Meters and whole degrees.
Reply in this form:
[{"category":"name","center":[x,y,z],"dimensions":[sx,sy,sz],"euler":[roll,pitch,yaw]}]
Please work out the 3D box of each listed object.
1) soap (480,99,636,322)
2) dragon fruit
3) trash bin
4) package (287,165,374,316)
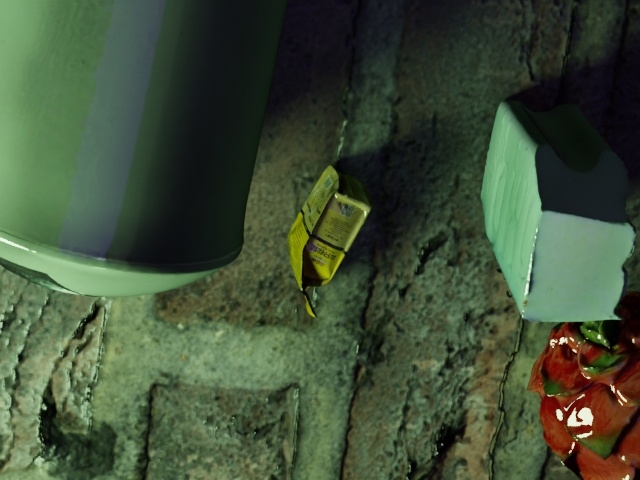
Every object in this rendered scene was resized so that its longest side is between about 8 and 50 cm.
[{"category":"soap","center":[0.211,-0.026,1.599],"dimensions":[0.091,0.230,0.145],"euler":[4,111,-7]},{"category":"dragon fruit","center":[0.314,0.168,1.712],"dimensions":[0.192,0.193,0.274],"euler":[-35,110,-11]},{"category":"trash bin","center":[-0.166,-0.165,1.488],"dimensions":[0.280,0.280,0.432],"euler":[12,107,-10]},{"category":"package","center":[0.000,0.000,1.676],"dimensions":[0.047,0.071,0.131],"euler":[22,110,-20]}]
